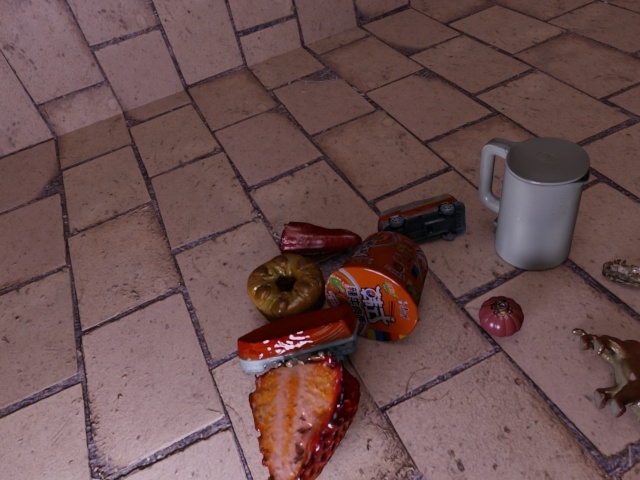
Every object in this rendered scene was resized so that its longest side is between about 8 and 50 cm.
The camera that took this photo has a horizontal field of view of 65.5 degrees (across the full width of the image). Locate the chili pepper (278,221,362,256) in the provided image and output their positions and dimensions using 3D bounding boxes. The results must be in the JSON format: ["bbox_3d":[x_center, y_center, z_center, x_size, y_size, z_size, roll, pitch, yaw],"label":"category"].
[{"bbox_3d":[0.000,0.000,1.536,0.253,0.144,0.136,2,62,-1],"label":"chili pepper"}]

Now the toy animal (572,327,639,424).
[{"bbox_3d":[0.680,0.306,1.083,0.158,0.097,0.312,6,44,3],"label":"toy animal"}]

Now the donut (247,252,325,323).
[{"bbox_3d":[-0.092,0.138,1.409,0.227,0.113,0.226,-7,44,7],"label":"donut"}]

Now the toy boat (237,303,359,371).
[{"bbox_3d":[-0.060,0.272,1.263,0.332,0.133,0.145,-16,13,14],"label":"toy boat"}]

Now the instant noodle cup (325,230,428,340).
[{"bbox_3d":[0.160,0.109,1.302,0.251,0.250,0.192,11,40,23],"label":"instant noodle cup"}]

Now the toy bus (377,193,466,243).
[{"bbox_3d":[0.298,-0.056,1.513,0.266,0.121,0.119,-15,36,-1],"label":"toy bus"}]

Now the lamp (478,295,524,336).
[{"bbox_3d":[0.450,0.189,1.241,0.108,0.092,0.107,-7,47,7],"label":"lamp"}]

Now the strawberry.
[{"bbox_3d":[-0.010,0.395,1.117,0.254,0.150,0.280,-32,46,11],"label":"strawberry"}]

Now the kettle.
[{"bbox_3d":[0.577,-0.113,1.354,0.205,0.317,0.264,-16,45,0],"label":"kettle"}]

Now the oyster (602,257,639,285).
[{"bbox_3d":[0.803,0.096,1.295,0.086,0.029,0.132,-30,49,-7],"label":"oyster"}]
